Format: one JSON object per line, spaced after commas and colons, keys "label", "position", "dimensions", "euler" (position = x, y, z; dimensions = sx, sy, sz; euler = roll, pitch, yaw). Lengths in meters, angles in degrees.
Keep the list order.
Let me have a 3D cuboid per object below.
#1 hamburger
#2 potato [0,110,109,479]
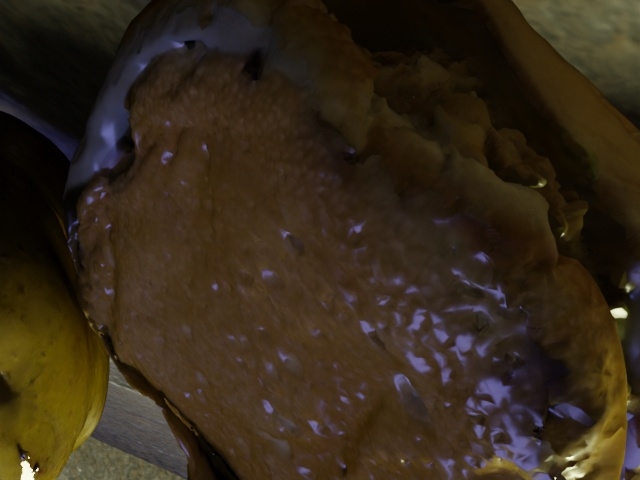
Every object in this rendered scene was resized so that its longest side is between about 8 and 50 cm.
{"label": "hamburger", "position": [0.014, 0.020, 0.500], "dimensions": [0.318, 0.158, 0.318], "euler": [21, 123, 35]}
{"label": "potato", "position": [-0.203, 0.025, 0.642], "dimensions": [0.195, 0.176, 0.369], "euler": [26, -160, -16]}
